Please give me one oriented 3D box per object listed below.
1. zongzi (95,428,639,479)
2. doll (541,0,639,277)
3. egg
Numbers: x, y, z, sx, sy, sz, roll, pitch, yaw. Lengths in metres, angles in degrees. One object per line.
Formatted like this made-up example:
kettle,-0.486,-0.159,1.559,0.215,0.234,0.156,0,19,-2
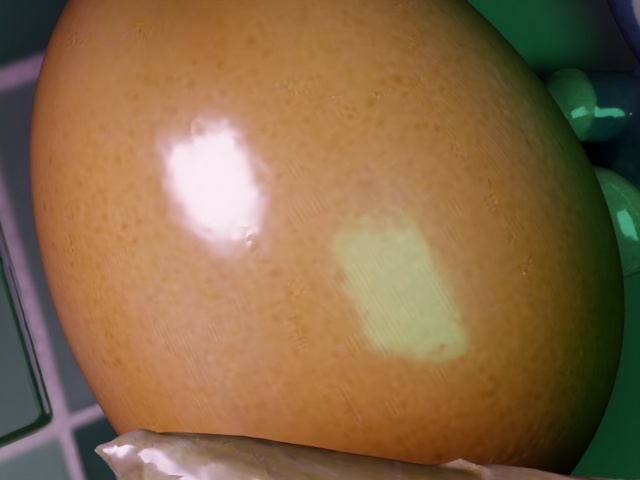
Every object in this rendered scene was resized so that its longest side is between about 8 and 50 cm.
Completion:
zongzi,0.149,0.131,0.766,0.393,0.174,0.356,47,49,1
doll,0.236,-0.101,1.003,0.228,0.154,0.258,12,113,6
egg,0.000,0.000,0.853,0.250,0.250,0.322,-36,109,-16
